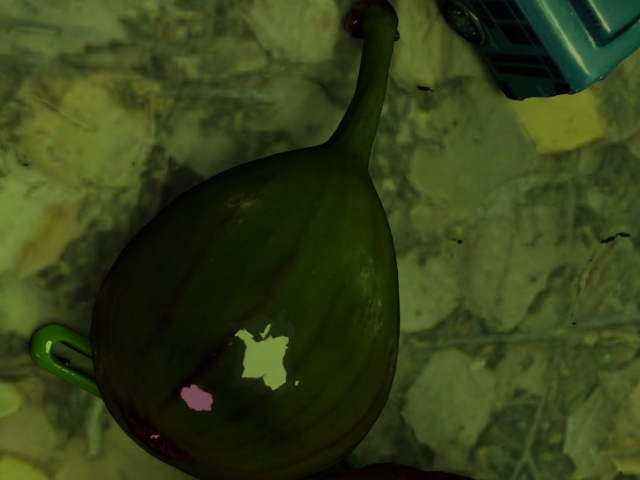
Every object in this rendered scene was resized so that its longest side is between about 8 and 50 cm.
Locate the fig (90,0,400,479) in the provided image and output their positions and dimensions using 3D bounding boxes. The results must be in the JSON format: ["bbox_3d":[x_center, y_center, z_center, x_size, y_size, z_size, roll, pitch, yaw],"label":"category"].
[{"bbox_3d":[0.000,0.000,0.666,0.151,0.151,0.259,46,69,-23],"label":"fig"}]

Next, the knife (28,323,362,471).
[{"bbox_3d":[-0.058,0.091,0.724,0.212,0.015,0.054,31,87,-24],"label":"knife"}]

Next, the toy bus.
[{"bbox_3d":[0.099,-0.162,0.692,0.090,0.106,0.184,-43,112,-12],"label":"toy bus"}]

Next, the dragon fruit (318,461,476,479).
[{"bbox_3d":[0.036,0.242,0.640,0.278,0.277,0.342,8,136,-23],"label":"dragon fruit"}]
